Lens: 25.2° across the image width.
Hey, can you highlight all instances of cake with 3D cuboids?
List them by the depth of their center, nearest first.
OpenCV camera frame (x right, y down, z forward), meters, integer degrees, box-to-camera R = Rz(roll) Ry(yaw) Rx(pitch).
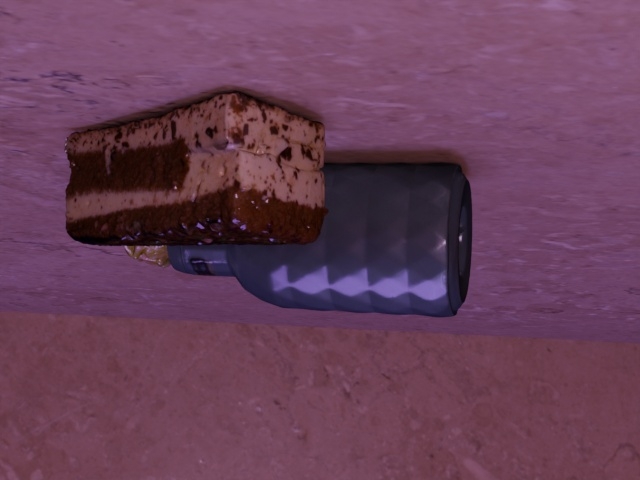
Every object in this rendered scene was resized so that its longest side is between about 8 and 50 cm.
[{"bbox_3d":[-0.102,-0.047,1.222,0.135,0.112,0.246,7,170,-41],"label":"cake"}]

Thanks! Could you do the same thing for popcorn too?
[{"bbox_3d":[-0.164,-0.021,1.460,0.089,0.109,0.097,32,132,3],"label":"popcorn"}]

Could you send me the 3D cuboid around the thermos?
[{"bbox_3d":[0.000,0.000,1.376,0.287,0.145,0.182,2,162,14],"label":"thermos"}]
